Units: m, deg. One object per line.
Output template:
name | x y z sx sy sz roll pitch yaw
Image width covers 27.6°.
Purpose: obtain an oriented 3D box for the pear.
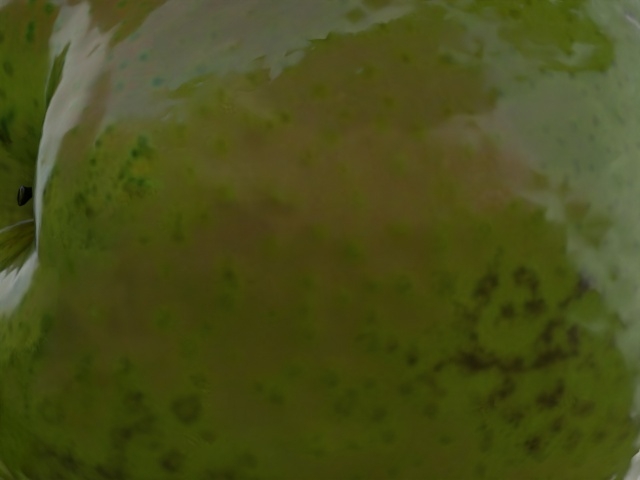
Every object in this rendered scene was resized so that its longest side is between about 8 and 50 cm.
pear | 0.000 0.000 0.599 0.391 0.391 0.391 18 -33 12
